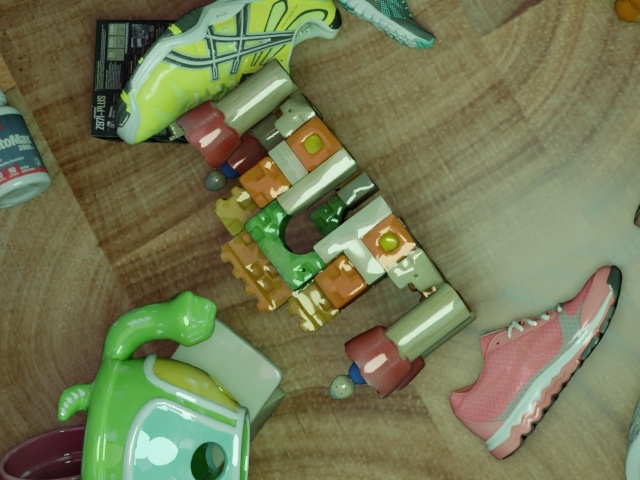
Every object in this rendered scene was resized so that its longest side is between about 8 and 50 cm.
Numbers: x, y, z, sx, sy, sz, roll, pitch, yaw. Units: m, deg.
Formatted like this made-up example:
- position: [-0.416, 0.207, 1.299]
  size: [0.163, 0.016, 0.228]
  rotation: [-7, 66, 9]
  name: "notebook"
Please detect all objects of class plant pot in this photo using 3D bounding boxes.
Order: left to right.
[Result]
- position: [-0.367, 0.398, 1.654]
  size: [0.201, 0.201, 0.180]
  rotation: [-2, 104, 14]
  name: "plant pot"

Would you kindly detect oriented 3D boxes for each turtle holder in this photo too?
- position: [-0.209, 0.252, 1.473]
  size: [0.228, 0.243, 0.320]
  rotation: [2, 60, 4]
  name: "turtle holder"

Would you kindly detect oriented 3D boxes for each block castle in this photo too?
- position: [0.000, 0.000, 1.501]
  size: [0.213, 0.303, 0.453]
  rotation: [-37, 81, 5]
  name: "block castle"

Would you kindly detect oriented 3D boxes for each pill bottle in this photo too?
- position: [-0.506, -0.150, 1.726]
  size: [0.108, 0.108, 0.180]
  rotation: [-28, 83, 12]
  name: "pill bottle"

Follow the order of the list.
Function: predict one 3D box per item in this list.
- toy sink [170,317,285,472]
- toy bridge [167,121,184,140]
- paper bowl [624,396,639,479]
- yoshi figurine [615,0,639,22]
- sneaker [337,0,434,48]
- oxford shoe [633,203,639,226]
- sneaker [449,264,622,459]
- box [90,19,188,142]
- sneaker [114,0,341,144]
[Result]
- position: [-0.154, 0.231, 1.624]
  size: [0.153, 0.131, 0.234]
  rotation: [37, 103, 12]
  name: "toy sink"
- position: [-0.142, -0.193, 1.637]
  size: [0.188, 0.026, 0.063]
  rotation: [-30, 102, -16]
  name: "toy bridge"
- position: [0.539, 0.262, 1.401]
  size: [0.284, 0.148, 0.284]
  rotation: [12, 131, 15]
  name: "paper bowl"
- position: [0.317, -0.452, 1.517]
  size: [0.362, 0.203, 0.203]
  rotation: [29, 137, -1]
  name: "yoshi figurine"
- position: [0.102, -0.341, 1.601]
  size: [0.166, 0.065, 0.076]
  rotation: [35, 93, 10]
  name: "sneaker"
- position: [0.555, -0.136, 1.454]
  size: [0.130, 0.123, 0.348]
  rotation: [39, 100, 6]
  name: "oxford shoe"
- position: [0.293, 0.148, 1.519]
  size: [0.136, 0.116, 0.313]
  rotation: [36, 98, 13]
  name: "sneaker"
- position: [-0.265, -0.241, 1.681]
  size: [0.147, 0.077, 0.180]
  rotation: [2, 90, 13]
  name: "box"
- position: [-0.128, -0.260, 1.565]
  size: [0.385, 0.145, 0.147]
  rotation: [-43, 87, -13]
  name: "sneaker"
